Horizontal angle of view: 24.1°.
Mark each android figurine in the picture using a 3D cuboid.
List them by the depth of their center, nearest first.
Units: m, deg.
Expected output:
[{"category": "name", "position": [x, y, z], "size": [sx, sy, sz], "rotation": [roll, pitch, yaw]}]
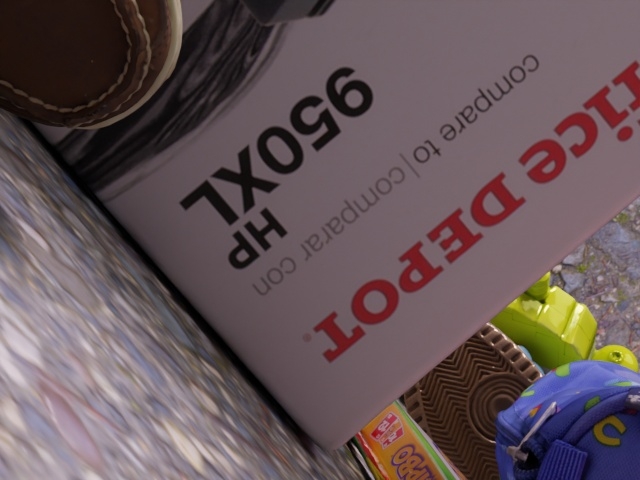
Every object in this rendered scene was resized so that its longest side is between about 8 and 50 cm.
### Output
[{"category": "android figurine", "position": [0.158, 0.099, 1.334], "size": [0.248, 0.056, 0.273], "rotation": [16, -35, 19]}]

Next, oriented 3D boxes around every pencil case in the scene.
[{"category": "pencil case", "position": [0.157, 0.130, 0.813], "size": [0.133, 0.119, 0.306], "rotation": [29, 1, 5]}]

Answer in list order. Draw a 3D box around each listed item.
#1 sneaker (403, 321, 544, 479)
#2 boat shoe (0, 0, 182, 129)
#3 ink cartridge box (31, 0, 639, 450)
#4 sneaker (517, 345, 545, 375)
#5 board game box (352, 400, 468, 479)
[{"category": "sneaker", "position": [0.152, 0.172, 1.045], "size": [0.282, 0.099, 0.153], "rotation": [57, 8, 4]}, {"category": "boat shoe", "position": [-0.146, -0.122, 0.412], "size": [0.257, 0.095, 0.095], "rotation": [44, 17, -10]}, {"category": "ink cartridge box", "position": [-0.018, -0.151, 0.677], "size": [0.395, 0.285, 0.166], "rotation": [49, 4, -8]}, {"category": "sneaker", "position": [0.190, 0.197, 1.189], "size": [0.208, 0.127, 0.319], "rotation": [51, -8, -27]}, {"category": "board game box", "position": [0.102, 0.183, 0.815], "size": [0.259, 0.039, 0.124], "rotation": [46, 3, -23]}]
